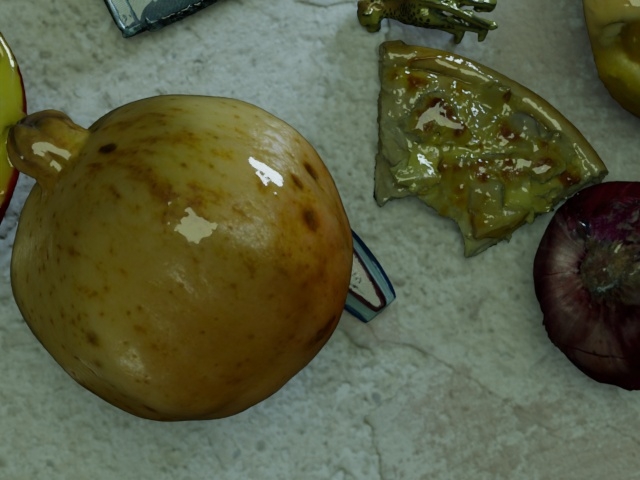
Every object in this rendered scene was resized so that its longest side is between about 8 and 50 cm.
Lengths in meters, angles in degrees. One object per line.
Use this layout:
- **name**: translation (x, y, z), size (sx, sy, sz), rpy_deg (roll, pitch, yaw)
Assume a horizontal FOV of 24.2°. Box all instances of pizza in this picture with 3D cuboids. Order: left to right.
- **pizza**: translation (0.181, -0.108, 1.814), size (0.323, 0.089, 0.223), rpy_deg (30, 78, 3)

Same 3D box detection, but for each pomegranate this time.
- **pomegranate**: translation (-0.171, -0.001, 1.624), size (0.410, 0.410, 0.410), rpy_deg (0, 81, -3)

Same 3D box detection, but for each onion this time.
- **onion**: translation (0.376, 0.045, 1.745), size (0.252, 0.219, 0.252), rpy_deg (-3, 85, 41)

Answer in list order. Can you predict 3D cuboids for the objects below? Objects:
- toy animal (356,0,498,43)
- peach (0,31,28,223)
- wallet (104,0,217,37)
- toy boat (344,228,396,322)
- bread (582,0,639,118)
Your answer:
- **toy animal**: translation (0.129, -0.277, 1.797), size (0.136, 0.181, 0.073), rpy_deg (7, 99, -14)
- **peach**: translation (-0.509, -0.090, 1.703), size (0.306, 0.242, 0.380), rpy_deg (38, 67, -18)
- **wallet**: translation (-0.140, -0.418, 1.854), size (0.342, 0.075, 0.237), rpy_deg (-26, 90, -8)
- **toy boat**: translation (0.000, 0.000, 1.809), size (0.080, 0.046, 0.229), rpy_deg (-40, 87, -5)
- **bread**: translation (0.479, -0.321, 1.783), size (0.361, 0.250, 0.394), rpy_deg (7, 84, 3)
